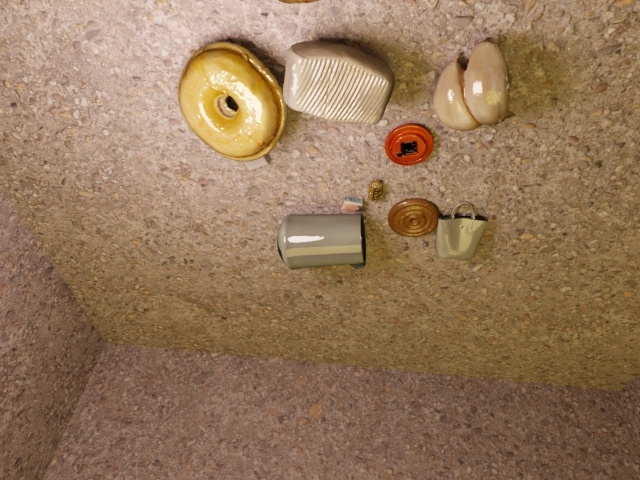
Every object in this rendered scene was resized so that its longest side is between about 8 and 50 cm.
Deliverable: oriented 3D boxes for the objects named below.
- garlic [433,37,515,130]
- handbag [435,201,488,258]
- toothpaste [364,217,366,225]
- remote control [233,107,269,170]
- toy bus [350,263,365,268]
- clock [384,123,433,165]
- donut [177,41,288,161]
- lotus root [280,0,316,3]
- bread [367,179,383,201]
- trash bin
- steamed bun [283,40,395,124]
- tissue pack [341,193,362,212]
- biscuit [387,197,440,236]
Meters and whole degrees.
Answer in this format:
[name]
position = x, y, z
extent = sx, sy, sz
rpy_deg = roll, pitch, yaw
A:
[garlic]
position = 0.565, -0.536, 1.585
extent = 0.249, 0.286, 0.313
rpy_deg = -48, 134, -8
[handbag]
position = 0.690, -0.045, 2.154
extent = 0.241, 0.109, 0.315
rpy_deg = 1, 134, 3
[toothpaste]
position = 0.206, -0.037, 2.275
extent = 0.056, 0.036, 0.205
rpy_deg = 2, 133, 5
[remote control]
position = -0.333, -0.435, 1.895
extent = 0.102, 0.056, 0.277
rpy_deg = -15, 131, 21
[toy bus]
position = 0.144, 0.071, 2.364
extent = 0.236, 0.079, 0.094
rpy_deg = 33, 133, -26
[clock]
position = 0.374, -0.401, 1.845
extent = 0.205, 0.051, 0.205
rpy_deg = 3, 137, 3
[donut]
position = -0.335, -0.512, 1.654
extent = 0.448, 0.198, 0.449
rpy_deg = 8, 123, 13
[lotus root]
position = -0.072, -0.836, 1.364
extent = 0.314, 0.141, 0.169
rpy_deg = 3, 136, 17
[bread]
position = 0.257, -0.236, 2.034
extent = 0.066, 0.060, 0.110
rpy_deg = 28, 141, 20
[trash bin]
position = 0.000, 0.000, 2.157
extent = 0.431, 0.280, 0.280
rpy_deg = -3, 137, 10
[steamed bun]
position = 0.061, -0.579, 1.563
extent = 0.383, 0.236, 0.247
rpy_deg = 7, 135, -10
[tissue pack]
position = 0.151, -0.178, 2.108
extent = 0.094, 0.059, 0.074
rpy_deg = 10, 141, -4
[biscuit]
position = 0.462, -0.104, 2.167
extent = 0.261, 0.037, 0.262
rpy_deg = 3, 137, 3
